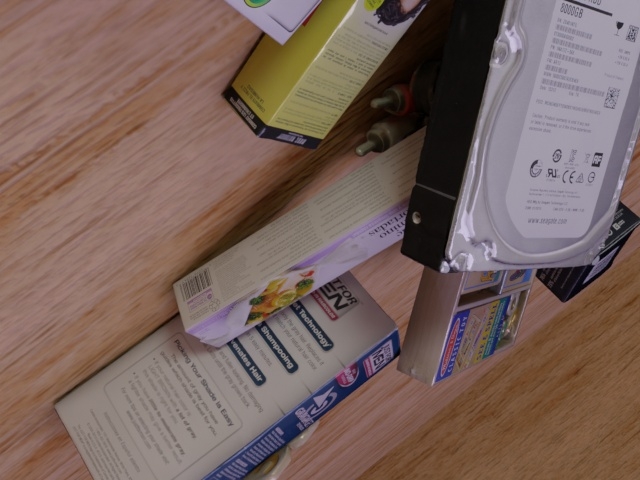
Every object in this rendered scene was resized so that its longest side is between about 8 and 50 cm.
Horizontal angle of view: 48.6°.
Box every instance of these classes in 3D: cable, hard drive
[{"bbox_3d":[0.146,-0.160,0.793,0.287,0.072,0.139,-35,141,-41],"label":"cable"},{"bbox_3d":[0.207,-0.139,0.627,0.237,0.064,0.338,0,107,-37],"label":"hard drive"}]

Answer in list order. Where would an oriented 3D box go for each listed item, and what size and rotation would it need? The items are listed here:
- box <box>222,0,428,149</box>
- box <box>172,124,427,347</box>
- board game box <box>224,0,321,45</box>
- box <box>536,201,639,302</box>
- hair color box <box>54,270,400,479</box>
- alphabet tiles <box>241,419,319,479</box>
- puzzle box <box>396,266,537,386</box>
[{"bbox_3d":[0.025,-0.179,0.550,0.232,0.058,0.087,-51,153,23],"label":"box"},{"bbox_3d":[0.000,0.000,0.713,0.324,0.067,0.063,-32,146,12],"label":"box"},{"bbox_3d":[-0.043,-0.241,0.354,0.193,0.053,0.305,-46,155,14],"label":"board game box"},{"bbox_3d":[0.347,-0.035,1.070,0.108,0.207,0.153,-34,156,-14],"label":"box"},{"bbox_3d":[-0.096,0.156,0.798,0.347,0.174,0.105,-36,154,-9],"label":"hair color box"},{"bbox_3d":[-0.098,0.245,0.924,0.278,0.021,0.284,-18,-158,51],"label":"alphabet tiles"},{"bbox_3d":[0.226,-0.041,0.865,0.272,0.052,0.408,-5,113,-54],"label":"puzzle box"}]
